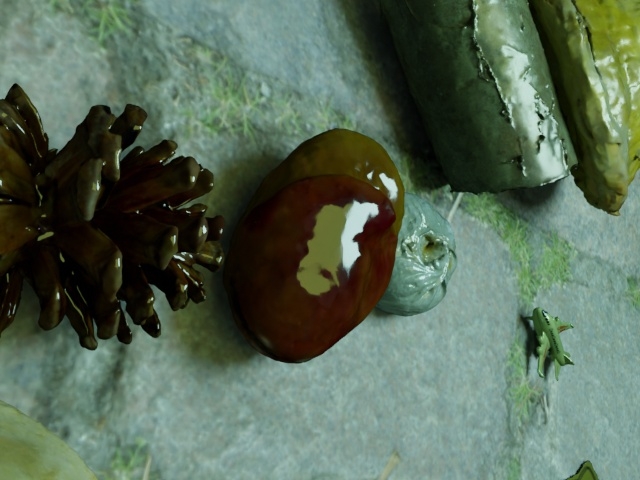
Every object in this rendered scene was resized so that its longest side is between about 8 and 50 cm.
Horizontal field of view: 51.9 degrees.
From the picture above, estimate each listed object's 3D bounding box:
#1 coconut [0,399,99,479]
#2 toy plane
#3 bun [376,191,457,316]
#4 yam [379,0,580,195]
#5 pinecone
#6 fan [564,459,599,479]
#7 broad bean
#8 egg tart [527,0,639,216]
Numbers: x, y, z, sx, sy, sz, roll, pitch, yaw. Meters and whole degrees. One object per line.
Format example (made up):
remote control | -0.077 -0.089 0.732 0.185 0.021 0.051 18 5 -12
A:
coconut | -0.231 0.218 0.295 0.323 0.323 0.323 7 79 -39
toy plane | 0.313 0.136 0.900 0.102 0.040 0.111 -47 111 -36
bun | 0.100 0.014 0.716 0.141 0.083 0.141 10 75 -40
yam | 0.180 -0.202 0.761 0.168 0.168 0.304 -32 103 -38
pinecone | -0.156 -0.012 0.462 0.195 0.150 0.179 29 48 -42
fan | 0.358 0.476 0.905 0.229 0.011 0.335 23 67 -35
broad bean | 0.003 0.001 0.602 0.156 0.122 0.228 37 73 -12
egg tart | 0.360 -0.207 0.850 0.345 0.132 0.345 -18 90 -76
